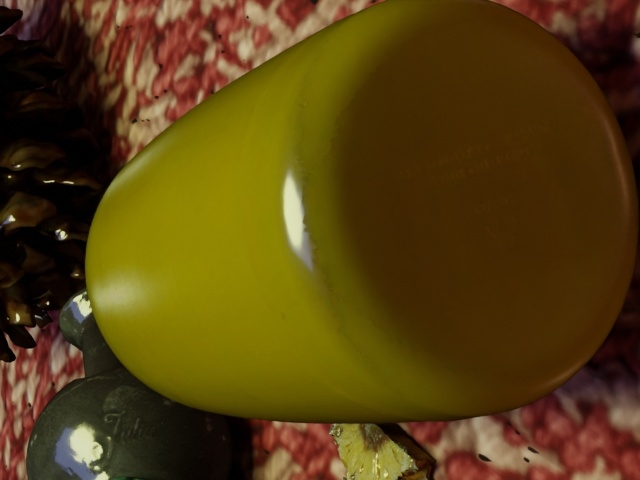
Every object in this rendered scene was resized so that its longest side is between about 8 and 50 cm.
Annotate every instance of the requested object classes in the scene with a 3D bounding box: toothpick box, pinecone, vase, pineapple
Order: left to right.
[{"bbox_3d":[-0.250,-0.051,1.198,0.272,0.224,0.224,49,137,11],"label":"pinecone"},{"bbox_3d":[-0.119,0.099,1.105,0.183,0.120,0.120,-109,33,-51],"label":"vase"},{"bbox_3d":[0.000,0.000,0.847,0.271,0.175,0.175,-15,80,59],"label":"toothpick box"},{"bbox_3d":[0.028,0.111,0.951,0.083,0.019,0.045,34,114,52],"label":"pineapple"}]

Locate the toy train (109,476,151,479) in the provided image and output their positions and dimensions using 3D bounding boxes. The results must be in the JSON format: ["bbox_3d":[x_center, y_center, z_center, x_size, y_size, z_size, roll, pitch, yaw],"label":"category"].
[{"bbox_3d":[-0.081,0.230,0.997,0.112,0.163,0.203,-68,2,-51],"label":"toy train"}]
